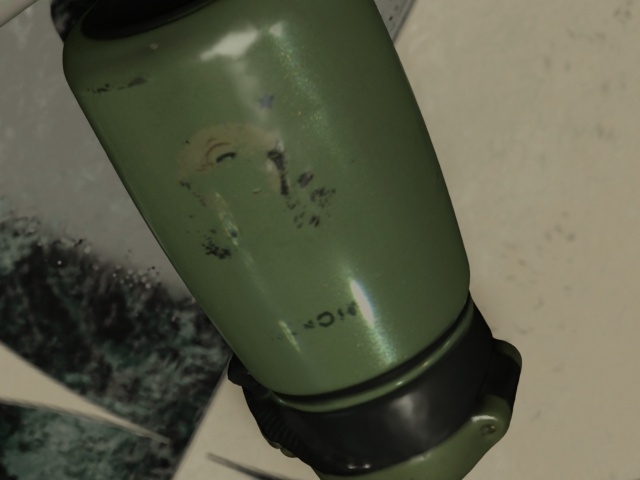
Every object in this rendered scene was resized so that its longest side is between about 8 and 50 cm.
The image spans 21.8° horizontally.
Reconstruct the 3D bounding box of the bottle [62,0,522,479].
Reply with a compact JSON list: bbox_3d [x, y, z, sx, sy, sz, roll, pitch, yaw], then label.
[{"bbox_3d":[-0.001,0.001,0.940,0.168,0.168,0.347,-27,115,-2],"label":"bottle"}]

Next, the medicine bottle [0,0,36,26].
[{"bbox_3d":[-0.195,-0.136,0.913,0.089,0.052,0.052,-36,110,1],"label":"medicine bottle"}]
